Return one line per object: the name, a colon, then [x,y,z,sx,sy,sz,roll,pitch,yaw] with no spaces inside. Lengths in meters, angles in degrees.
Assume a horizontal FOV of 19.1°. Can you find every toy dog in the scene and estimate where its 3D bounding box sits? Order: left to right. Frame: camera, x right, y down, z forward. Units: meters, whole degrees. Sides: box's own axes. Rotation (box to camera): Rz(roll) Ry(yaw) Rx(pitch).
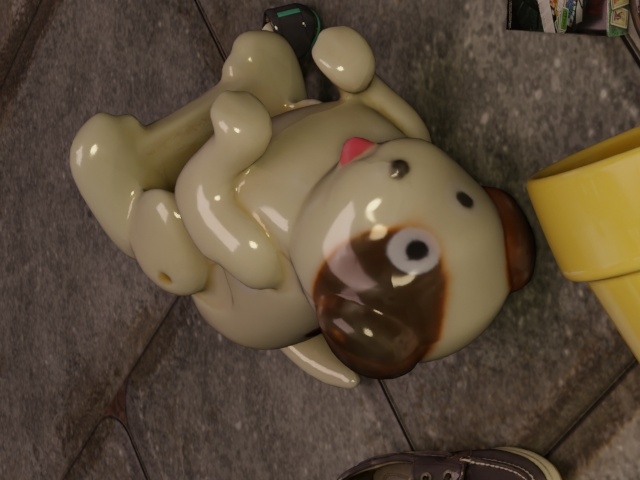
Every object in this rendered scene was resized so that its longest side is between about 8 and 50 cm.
toy dog: [0.000,0.000,1.792,0.408,0.284,0.395,12,120,54]

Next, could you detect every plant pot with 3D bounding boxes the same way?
plant pot: [0.309,0.019,1.389,0.254,0.254,0.239,-16,97,55]

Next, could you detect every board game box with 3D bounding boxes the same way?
board game box: [0.217,-0.310,1.650,0.136,0.030,0.260,15,107,56]

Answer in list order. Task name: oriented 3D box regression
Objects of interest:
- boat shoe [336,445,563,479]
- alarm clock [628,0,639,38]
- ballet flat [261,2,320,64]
boat shoe: [0.118,0.247,1.806,0.285,0.092,0.103,-2,93,56]
alarm clock: [0.299,-0.218,1.516,0.129,0.064,0.192,-28,68,53]
ballet flat: [-0.065,-0.170,2.041,0.074,0.074,0.203,56,136,35]
